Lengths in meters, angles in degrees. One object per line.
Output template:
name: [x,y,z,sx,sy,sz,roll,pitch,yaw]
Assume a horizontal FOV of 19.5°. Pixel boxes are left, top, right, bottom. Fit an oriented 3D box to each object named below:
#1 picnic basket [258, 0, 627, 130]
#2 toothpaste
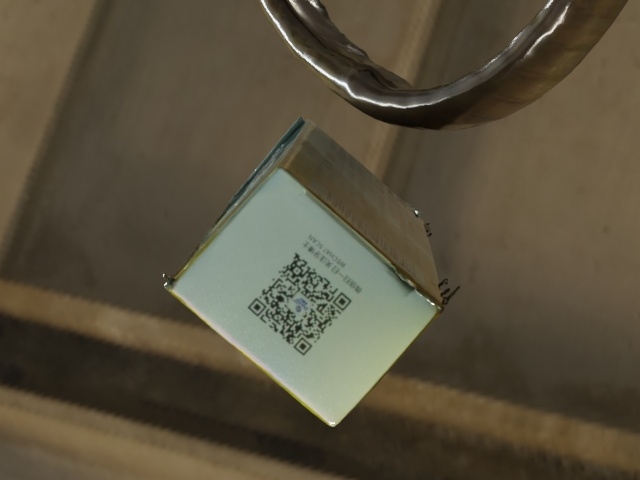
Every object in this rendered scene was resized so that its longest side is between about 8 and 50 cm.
picnic basket: [0.065,-0.206,0.792,0.337,0.337,0.293,-30,-139,-14]
toothpaste: [0.000,0.000,0.814,0.089,0.313,0.071,40,-83,-3]
